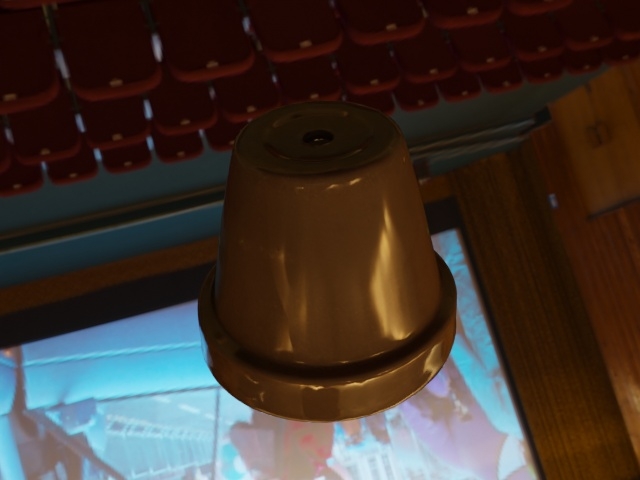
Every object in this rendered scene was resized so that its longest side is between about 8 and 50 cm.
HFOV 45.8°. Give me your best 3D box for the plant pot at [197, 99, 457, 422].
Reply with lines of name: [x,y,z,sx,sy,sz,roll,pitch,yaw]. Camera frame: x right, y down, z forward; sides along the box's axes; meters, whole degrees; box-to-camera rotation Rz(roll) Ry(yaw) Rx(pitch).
plant pot: [0.000,0.000,0.720,0.263,0.229,0.263,-3,-144,2]
